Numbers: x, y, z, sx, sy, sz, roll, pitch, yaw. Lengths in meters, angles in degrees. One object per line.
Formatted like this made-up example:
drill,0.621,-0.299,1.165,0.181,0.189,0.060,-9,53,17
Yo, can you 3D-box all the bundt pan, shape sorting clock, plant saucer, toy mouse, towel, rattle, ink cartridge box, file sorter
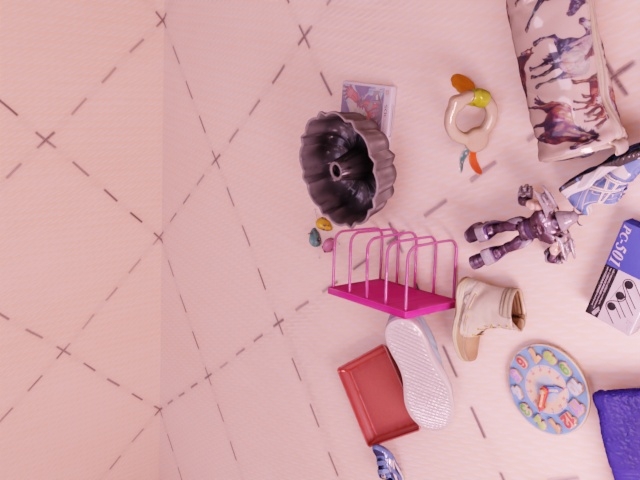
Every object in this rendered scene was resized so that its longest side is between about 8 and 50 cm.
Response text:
bundt pan,0.087,-0.206,1.658,0.330,0.124,0.331,29,129,43
shape sorting clock,0.508,0.335,1.341,0.206,0.040,0.206,15,109,49
plant saucer,0.179,0.462,1.778,0.259,0.047,0.259,-41,66,47
toy mouse,0.000,0.000,1.912,0.161,0.031,0.143,42,128,38
towel,0.671,0.428,1.139,0.227,0.076,0.309,-18,83,45
rattle,0.336,-0.269,1.404,0.143,0.130,0.200,44,157,51
ink cartridge box,0.603,0.072,1.158,0.097,0.046,0.207,35,123,40
file sorter,0.189,0.070,1.558,0.290,0.202,0.183,13,105,50

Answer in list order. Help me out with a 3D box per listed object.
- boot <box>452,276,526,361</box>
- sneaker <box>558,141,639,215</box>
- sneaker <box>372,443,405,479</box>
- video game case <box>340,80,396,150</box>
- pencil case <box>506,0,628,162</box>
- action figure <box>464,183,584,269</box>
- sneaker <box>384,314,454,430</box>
boot,0.402,0.203,1.418,0.165,0.077,0.213,10,103,48
sneaker,0.569,-0.120,1.147,0.081,0.080,0.211,57,143,3
sneaker,0.195,0.673,1.770,0.144,0.059,0.053,57,141,0
video game case,0.128,-0.350,1.681,0.201,0.023,0.184,23,115,47
pencil case,0.471,-0.347,1.140,0.183,0.159,0.411,165,94,-66
action figure,0.442,-0.023,1.292,0.285,0.099,0.186,-22,83,53
sneaker,0.276,0.328,1.587,0.135,0.150,0.366,-10,111,20
